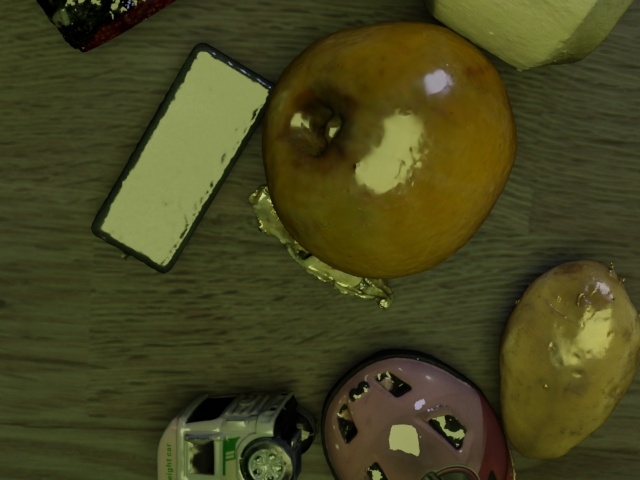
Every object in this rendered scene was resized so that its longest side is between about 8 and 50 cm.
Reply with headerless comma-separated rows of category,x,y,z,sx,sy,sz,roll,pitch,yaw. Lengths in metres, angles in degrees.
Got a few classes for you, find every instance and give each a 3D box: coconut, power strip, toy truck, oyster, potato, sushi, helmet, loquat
coconut,0.205,-0.314,1.398,0.266,0.237,0.237,36,96,-11
power strip,-0.155,-0.088,1.503,0.105,0.070,0.256,31,95,-5
toy truck,-0.099,0.351,1.532,0.178,0.176,0.363,6,101,8
oyster,-0.001,0.000,1.542,0.106,0.061,0.199,-23,98,19
potato,0.286,0.135,1.540,0.161,0.128,0.234,1,100,13
sushi,-0.200,-0.304,1.430,0.225,0.136,0.126,-33,108,-2
helmet,0.115,0.244,1.534,0.198,0.154,0.253,-40,94,3
loquat,0.072,-0.100,1.419,0.275,0.275,0.274,0,100,-3
